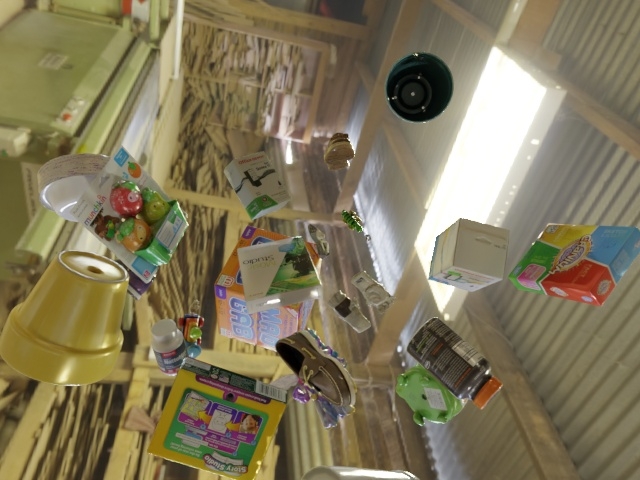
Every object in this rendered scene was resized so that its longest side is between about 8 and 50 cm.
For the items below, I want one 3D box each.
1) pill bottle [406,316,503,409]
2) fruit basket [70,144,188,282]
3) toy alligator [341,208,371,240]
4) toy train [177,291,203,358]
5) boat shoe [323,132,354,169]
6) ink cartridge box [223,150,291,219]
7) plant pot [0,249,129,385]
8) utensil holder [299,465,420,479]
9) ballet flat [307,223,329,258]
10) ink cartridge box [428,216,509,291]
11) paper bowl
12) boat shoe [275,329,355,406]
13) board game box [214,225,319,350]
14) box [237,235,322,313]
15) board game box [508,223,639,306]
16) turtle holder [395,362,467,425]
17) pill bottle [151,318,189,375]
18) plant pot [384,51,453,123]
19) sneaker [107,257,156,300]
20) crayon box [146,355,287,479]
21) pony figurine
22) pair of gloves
[{"bbox_3d":[0.358,0.329,1.353,0.245,0.130,0.131,42,-46,28],"label":"pill bottle"},{"bbox_3d":[-0.607,-0.089,1.693,0.353,0.165,0.327,60,35,-39],"label":"fruit basket"},{"bbox_3d":[0.133,-0.068,2.033,0.056,0.051,0.190,-49,-125,15],"label":"toy alligator"},{"bbox_3d":[-0.529,0.356,2.118,0.143,0.105,0.248,33,-65,61],"label":"toy train"},{"bbox_3d":[0.069,-0.376,2.063,0.342,0.123,0.123,50,32,-85],"label":"boat shoe"},{"bbox_3d":[-0.223,-0.198,1.806,0.087,0.153,0.209,-36,-97,47],"label":"ink cartridge box"},{"bbox_3d":[-0.564,0.163,1.177,0.239,0.253,0.254,-64,-164,9],"label":"plant pot"},{"bbox_3d":[0.137,0.920,1.673,0.327,0.385,0.328,-31,-131,42],"label":"utensil holder"},{"bbox_3d":[0.000,0.000,1.484,0.041,0.041,0.115,-119,-173,-70],"label":"ballet flat"},{"bbox_3d":[0.561,0.060,1.951,0.270,0.198,0.197,114,-10,-73],"label":"ink cartridge box"},{"bbox_3d":[-0.803,-0.165,1.742,0.284,0.283,0.148,123,-44,-62],"label":"paper bowl"},{"bbox_3d":[-0.020,0.359,1.419,0.324,0.096,0.117,37,-52,52],"label":"boat shoe"},{"bbox_3d":[-0.218,0.218,2.214,0.357,0.355,0.357,97,11,-47],"label":"board game box"},{"bbox_3d":[-0.139,0.100,1.636,0.322,0.232,0.059,-115,-164,-58],"label":"box"},{"bbox_3d":[0.753,0.060,1.522,0.242,0.064,0.316,-48,-163,-12],"label":"board game box"},{"bbox_3d":[0.451,0.597,2.039,0.243,0.227,0.320,53,-37,19],"label":"turtle holder"},{"bbox_3d":[-0.516,0.362,1.738,0.108,0.107,0.180,-100,-175,-54],"label":"pill bottle"},{"bbox_3d":[0.395,-0.624,2.131,0.255,0.271,0.272,-73,173,-79],"label":"plant pot"},{"bbox_3d":[-0.690,0.112,1.849,0.283,0.124,0.107,25,-26,39],"label":"sneaker"},{"bbox_3d":[-0.332,0.589,1.665,0.106,0.362,0.313,-109,-139,-77],"label":"crayon box"},{"bbox_3d":[-0.019,0.542,1.994,0.302,0.364,0.351,-36,174,29],"label":"pony figurine"},{"bbox_3d":[0.161,0.245,2.046,0.240,0.204,0.042,-45,-170,26],"label":"pair of gloves"}]
